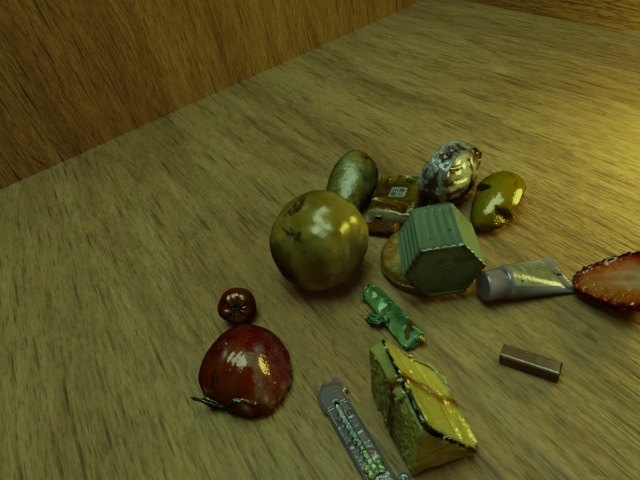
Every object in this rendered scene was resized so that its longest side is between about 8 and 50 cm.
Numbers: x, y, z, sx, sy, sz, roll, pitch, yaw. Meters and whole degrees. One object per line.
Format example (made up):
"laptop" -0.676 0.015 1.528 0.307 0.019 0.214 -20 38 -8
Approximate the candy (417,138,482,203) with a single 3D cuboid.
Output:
"candy" 0.482 -0.246 1.785 0.157 0.214 0.289 30 50 34

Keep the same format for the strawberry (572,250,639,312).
"strawberry" 0.835 0.132 1.352 0.236 0.111 0.190 -6 47 47

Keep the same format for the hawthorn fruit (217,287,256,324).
"hawthorn fruit" -0.272 0.205 1.596 0.125 0.125 0.140 -9 43 8

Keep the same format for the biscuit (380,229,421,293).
"biscuit" 0.302 0.066 1.627 0.205 0.040 0.309 -11 42 5

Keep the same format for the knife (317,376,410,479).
"knife" 0.093 0.501 1.212 0.132 0.038 0.398 -24 41 -13

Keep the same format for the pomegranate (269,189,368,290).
"pomegranate" 0.000 0.000 1.602 0.333 0.332 0.332 -9 41 8

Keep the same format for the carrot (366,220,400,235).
"carrot" 0.178 -0.045 1.786 0.224 0.057 0.057 2 44 28

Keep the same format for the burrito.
"burrito" 0.198 0.231 1.471 0.104 0.054 0.288 -29 44 -12

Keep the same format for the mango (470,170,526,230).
"mango" 0.608 -0.136 1.694 0.167 0.130 0.262 11 52 31

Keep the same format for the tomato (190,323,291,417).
"tomato" -0.226 0.339 1.393 0.309 0.170 0.309 -8 43 8

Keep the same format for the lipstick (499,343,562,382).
"lipstick" 0.543 0.316 1.268 0.145 0.045 0.045 15 48 31

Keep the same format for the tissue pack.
"tissue pack" 0.292 -0.147 1.835 0.183 0.092 0.226 5 43 23

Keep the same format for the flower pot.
"flower pot" 0.355 0.030 1.466 0.209 0.239 0.189 -32 37 27

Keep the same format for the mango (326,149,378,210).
"mango" 0.118 -0.206 1.913 0.176 0.175 0.329 -11 52 56

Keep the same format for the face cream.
"face cream" 0.605 0.115 1.453 0.274 0.096 0.154 -7 37 -9

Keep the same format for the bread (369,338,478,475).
"bread" 0.241 0.371 1.157 0.198 0.236 0.263 -21 41 -6
